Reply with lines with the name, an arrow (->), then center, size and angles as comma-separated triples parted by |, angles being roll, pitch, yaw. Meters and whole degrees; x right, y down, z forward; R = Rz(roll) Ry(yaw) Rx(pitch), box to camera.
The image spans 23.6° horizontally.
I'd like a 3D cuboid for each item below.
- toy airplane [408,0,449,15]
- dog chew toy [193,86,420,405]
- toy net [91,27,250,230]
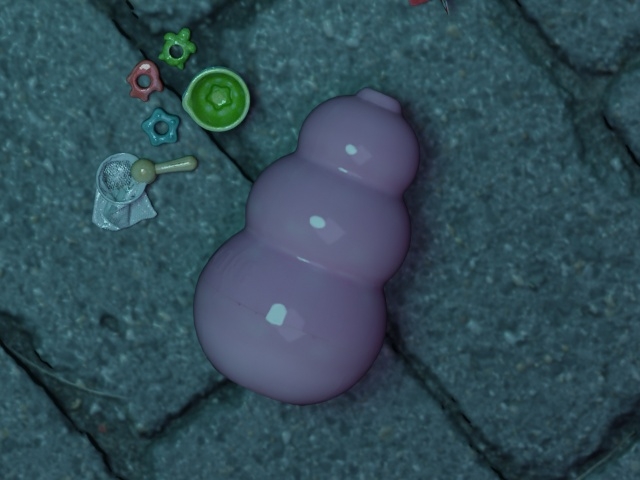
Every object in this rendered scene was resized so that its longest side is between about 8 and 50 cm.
toy airplane -> 0.116, -0.310, 1.599 | 0.151, 0.028, 0.151 | -3, 99, -16
dog chew toy -> 0.000, 0.000, 1.598 | 0.206, 0.206, 0.332 | 22, 96, -7
toy net -> -0.182, -0.108, 1.636 | 0.122, 0.045, 0.232 | 38, 101, -11
